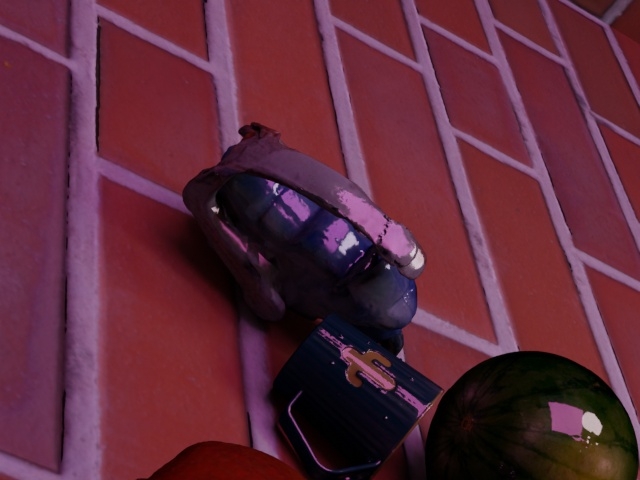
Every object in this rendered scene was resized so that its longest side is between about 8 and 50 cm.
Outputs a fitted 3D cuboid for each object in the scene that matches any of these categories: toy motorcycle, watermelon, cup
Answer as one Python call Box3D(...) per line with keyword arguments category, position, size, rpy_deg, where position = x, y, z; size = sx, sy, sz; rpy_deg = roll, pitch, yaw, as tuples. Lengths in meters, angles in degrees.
Box3D(category="toy motorcycle", position=(-0.014, 0.018, 1.754), size=(0.319, 0.182, 0.241), rpy_deg=(39, -4, 0))
Box3D(category="watermelon", position=(0.235, 0.244, 1.697), size=(0.242, 0.242, 0.242), rpy_deg=(29, 31, -20))
Box3D(category="cup", position=(0.026, 0.181, 1.673), size=(0.155, 0.131, 0.176), rpy_deg=(40, 54, 8))

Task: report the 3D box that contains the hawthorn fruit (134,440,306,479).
Box3D(category="hawthorn fruit", position=(-0.065, 0.302, 1.269), size=(0.211, 0.211, 0.299), rpy_deg=(12, 22, -41))
